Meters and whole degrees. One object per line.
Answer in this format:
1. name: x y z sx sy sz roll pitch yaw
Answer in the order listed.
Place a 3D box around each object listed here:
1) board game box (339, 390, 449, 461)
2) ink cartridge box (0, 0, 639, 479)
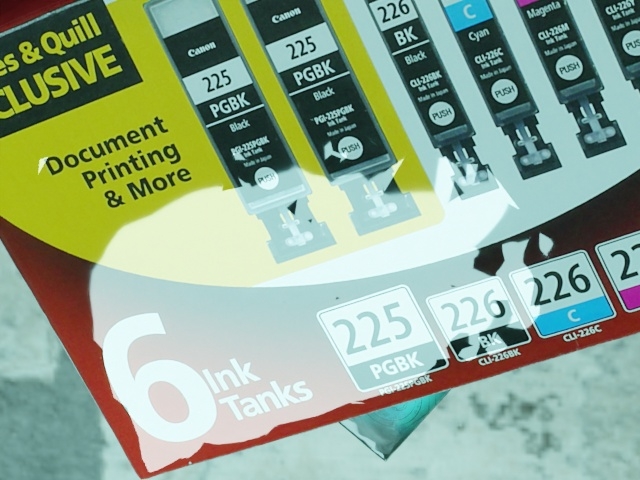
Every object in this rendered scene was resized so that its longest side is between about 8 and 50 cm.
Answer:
1. board game box: 0.000 0.000 0.851 0.186 0.026 0.126 39 111 0
2. ink cartridge box: 0.012 -0.082 0.706 0.309 0.130 0.272 -20 110 24
